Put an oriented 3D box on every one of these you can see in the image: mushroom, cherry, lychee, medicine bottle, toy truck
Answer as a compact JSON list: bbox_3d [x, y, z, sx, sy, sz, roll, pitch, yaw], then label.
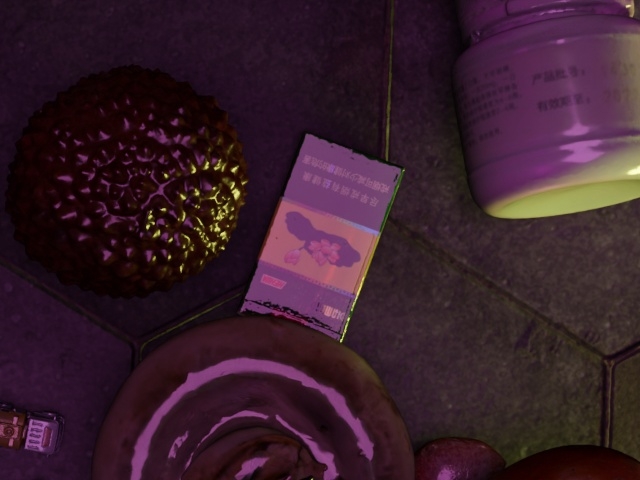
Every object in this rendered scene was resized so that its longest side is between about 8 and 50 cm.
[{"bbox_3d":[-0.074,0.263,1.631,0.362,0.294,0.362,0,91,-4],"label":"mushroom"},{"bbox_3d":[0.114,0.300,1.754,0.225,0.090,0.107,-21,111,4],"label":"cherry"},{"bbox_3d":[-0.221,-0.065,1.650,0.264,0.300,0.264,-13,108,-46],"label":"lychee"},{"bbox_3d":[0.268,-0.193,1.691,0.241,0.241,0.302,-8,81,-5],"label":"medicine bottle"},{"bbox_3d":[-0.364,0.219,1.724,0.123,0.063,0.052,11,88,-4],"label":"toy truck"}]

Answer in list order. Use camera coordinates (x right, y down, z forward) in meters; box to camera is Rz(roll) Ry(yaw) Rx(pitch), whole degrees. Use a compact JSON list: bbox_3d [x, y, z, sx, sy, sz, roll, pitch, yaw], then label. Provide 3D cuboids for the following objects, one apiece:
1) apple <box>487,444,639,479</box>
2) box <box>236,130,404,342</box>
[{"bbox_3d":[0.267,0.417,1.663,0.365,0.295,0.329,-42,85,2],"label":"apple"},{"bbox_3d":[0.000,0.000,1.771,0.132,0.034,0.235,20,88,-5],"label":"box"}]
